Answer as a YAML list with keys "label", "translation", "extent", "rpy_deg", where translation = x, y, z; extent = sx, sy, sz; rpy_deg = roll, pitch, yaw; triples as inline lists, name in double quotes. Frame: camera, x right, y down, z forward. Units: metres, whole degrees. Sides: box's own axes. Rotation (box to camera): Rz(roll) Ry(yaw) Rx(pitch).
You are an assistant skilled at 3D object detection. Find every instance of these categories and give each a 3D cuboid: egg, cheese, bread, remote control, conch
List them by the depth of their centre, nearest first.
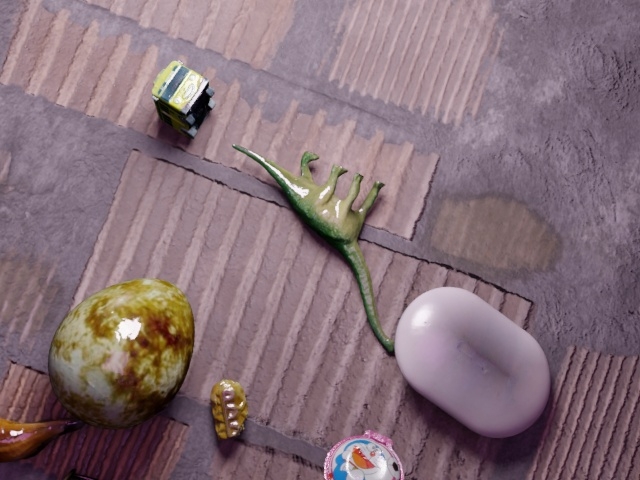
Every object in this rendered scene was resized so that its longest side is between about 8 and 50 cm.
- label: "egg"
  translation: [-0.342, 0.195, 1.734]
  extent: [0.238, 0.238, 0.289]
  rpy_deg: [42, 61, 0]
- label: "conch"
  translation: [-0.537, 0.358, 1.762]
  extent: [0.232, 0.086, 0.080]
  rpy_deg: [0, 83, -5]
- label: "cheese"
  translation: [0.068, 0.455, 1.797]
  extent: [0.155, 0.062, 0.244]
  rpy_deg: [25, 54, 8]
- label: "bread"
  translation: [-0.168, 0.312, 1.826]
  extent: [0.066, 0.060, 0.110]
  rpy_deg: [-13, 82, 22]
- label: "remote control"
  translation: [0.290, 0.230, 1.855]
  extent: [0.332, 0.103, 0.221]
  rpy_deg: [37, 72, -9]

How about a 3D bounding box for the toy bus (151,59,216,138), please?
- label: "toy bus"
  translation: [-0.258, -0.262, 1.834]
  extent: [0.101, 0.175, 0.088]
  rpy_deg: [33, 80, 2]

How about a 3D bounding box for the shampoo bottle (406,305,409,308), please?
- label: "shampoo bottle"
  translation: [0.184, 0.194, 1.895]
  extent: [0.048, 0.027, 0.137]
  rpy_deg: [0, 82, -15]

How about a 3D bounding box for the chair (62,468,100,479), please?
- label: "chair"
  translation: [-0.478, 0.495, 1.719]
  extent: [0.319, 0.160, 0.186]
  rpy_deg: [18, 86, -5]

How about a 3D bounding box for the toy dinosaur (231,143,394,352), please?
- label: "toy dinosaur"
  translation: [0.000, 0.000, 1.890]
  extent: [0.447, 0.087, 0.301]
  rpy_deg: [22, 98, 2]
